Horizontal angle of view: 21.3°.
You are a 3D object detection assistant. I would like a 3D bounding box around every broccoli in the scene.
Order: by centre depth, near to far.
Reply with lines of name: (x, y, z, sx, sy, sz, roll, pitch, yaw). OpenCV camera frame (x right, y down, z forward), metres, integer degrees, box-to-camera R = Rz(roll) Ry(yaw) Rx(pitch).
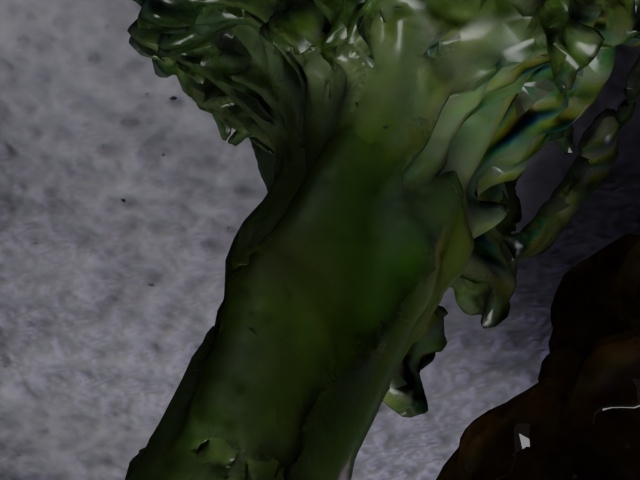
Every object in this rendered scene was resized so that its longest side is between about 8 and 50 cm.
broccoli: (-0.001, 0.004, 0.559, 0.177, 0.275, 0.198, 19, 157, 3)

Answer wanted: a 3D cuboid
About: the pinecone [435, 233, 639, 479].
pinecone: (0.206, 0.129, 0.616, 0.384, 0.384, 0.384, 0, 136, 0)
